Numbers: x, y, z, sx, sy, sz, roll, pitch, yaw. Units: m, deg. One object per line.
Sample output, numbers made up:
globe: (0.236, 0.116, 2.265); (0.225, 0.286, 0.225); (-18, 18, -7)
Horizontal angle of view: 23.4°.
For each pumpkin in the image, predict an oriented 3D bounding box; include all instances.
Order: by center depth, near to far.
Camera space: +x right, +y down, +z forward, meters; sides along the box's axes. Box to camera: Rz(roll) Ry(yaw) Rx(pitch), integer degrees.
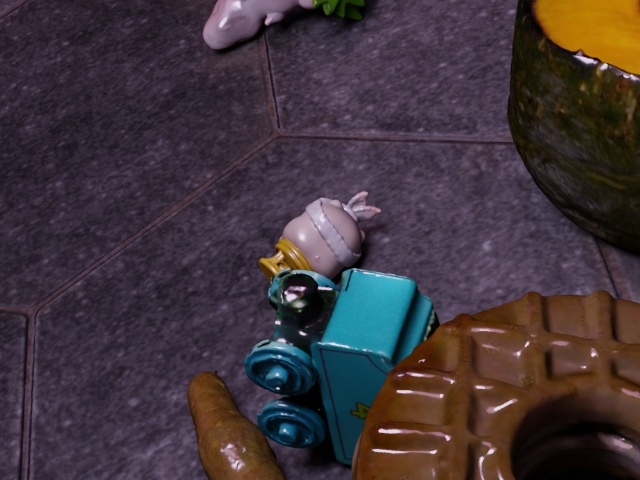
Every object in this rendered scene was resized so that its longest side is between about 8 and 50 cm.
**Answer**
pumpkin: (0.301, -0.135, 1.388); (0.256, 0.225, 0.303); (-17, 36, -5)

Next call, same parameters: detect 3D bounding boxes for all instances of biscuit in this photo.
biscuit: (0.167, 0.169, 1.138); (0.268, 0.115, 0.366); (36, 53, 29)

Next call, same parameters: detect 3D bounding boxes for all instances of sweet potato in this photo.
sweet potato: (-0.074, 0.182, 1.346); (0.067, 0.067, 0.274); (-27, 35, -4)

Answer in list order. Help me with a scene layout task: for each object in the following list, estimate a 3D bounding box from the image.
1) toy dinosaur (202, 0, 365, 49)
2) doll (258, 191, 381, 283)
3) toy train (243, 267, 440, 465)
toy dinosaur: (-0.033, -0.295, 1.835); (0.194, 0.152, 0.177); (-55, 20, -24)
doll: (0.000, 0.000, 1.510); (0.127, 0.073, 0.084); (-37, 10, -13)
toy train: (0.022, 0.105, 1.286); (0.154, 0.198, 0.107); (8, 49, 15)
